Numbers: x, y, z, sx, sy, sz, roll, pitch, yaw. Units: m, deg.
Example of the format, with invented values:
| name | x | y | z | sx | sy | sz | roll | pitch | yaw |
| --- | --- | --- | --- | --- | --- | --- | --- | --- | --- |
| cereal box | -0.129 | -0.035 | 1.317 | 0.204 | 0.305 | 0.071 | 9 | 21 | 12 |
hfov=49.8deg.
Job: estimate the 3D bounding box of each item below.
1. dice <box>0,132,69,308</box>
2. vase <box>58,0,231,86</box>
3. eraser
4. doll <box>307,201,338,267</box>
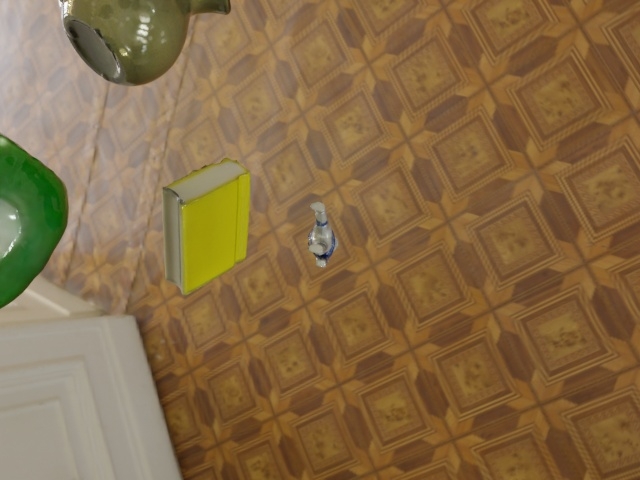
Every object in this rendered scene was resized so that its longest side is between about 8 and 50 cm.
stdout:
| name | x | y | z | sx | sy | sz | roll | pitch | yaw |
| --- | --- | --- | --- | --- | --- | --- | --- | --- | --- |
| dice | -0.635 | -0.059 | 1.147 | 0.300 | 0.287 | 0.297 | 23 | 73 | 28 |
| vase | -0.393 | -0.497 | 1.418 | 0.329 | 0.241 | 0.302 | 32 | 66 | 17 |
| eraser | -0.201 | -0.025 | 1.222 | 0.069 | 0.158 | 0.226 | 34 | 137 | 26 |
| doll | 0.000 | 0.000 | 1.330 | 0.057 | 0.227 | 0.114 | -3 | 80 | 6 |
